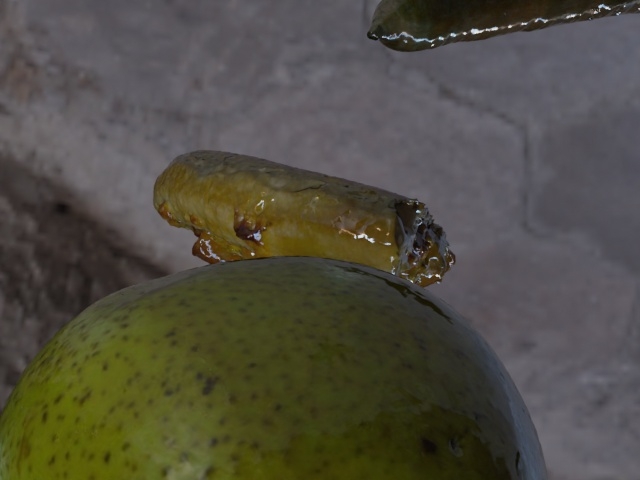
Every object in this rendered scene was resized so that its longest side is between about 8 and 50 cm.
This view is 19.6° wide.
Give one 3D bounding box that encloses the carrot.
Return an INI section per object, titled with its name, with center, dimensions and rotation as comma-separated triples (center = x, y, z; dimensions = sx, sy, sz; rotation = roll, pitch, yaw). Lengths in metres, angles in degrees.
[carrot]
center = 0.163, -0.181, 1.306
dimensions = 0.342, 0.070, 0.070
rotation = -14, 160, -35

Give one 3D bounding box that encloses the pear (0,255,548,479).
[pear]
center = -0.017, 0.140, 0.885
dimensions = 0.294, 0.294, 0.294
rotation = 3, 147, 2

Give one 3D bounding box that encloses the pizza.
[pizza]
center = 0.000, 0.000, 1.310
dimensions = 0.226, 0.086, 0.335
rotation = 20, 175, -30
